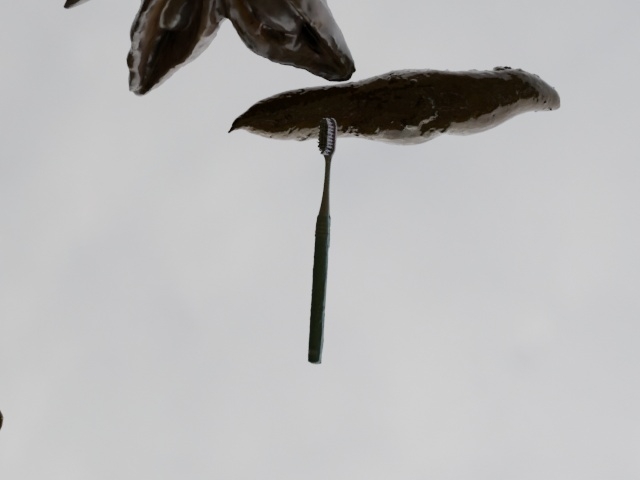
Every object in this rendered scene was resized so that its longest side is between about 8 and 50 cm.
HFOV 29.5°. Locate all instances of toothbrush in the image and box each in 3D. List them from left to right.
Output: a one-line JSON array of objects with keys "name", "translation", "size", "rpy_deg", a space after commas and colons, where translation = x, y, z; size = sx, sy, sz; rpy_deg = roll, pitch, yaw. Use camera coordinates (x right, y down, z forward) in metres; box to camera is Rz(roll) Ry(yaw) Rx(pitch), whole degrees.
[{"name": "toothbrush", "translation": [0.000, 0.000, 0.817], "size": [0.011, 0.014, 0.167], "rpy_deg": [3, -92, 25]}]

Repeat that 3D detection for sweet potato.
[{"name": "sweet potato", "translation": [0.060, -0.104, 0.960], "size": [0.274, 0.067, 0.067], "rpy_deg": [-7, -108, -9]}]

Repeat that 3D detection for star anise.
[{"name": "star anise", "translation": [-0.075, -0.248, 0.867], "size": [0.292, 0.349, 0.109], "rpy_deg": [-25, -145, 12]}]

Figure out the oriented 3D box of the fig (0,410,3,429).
[{"name": "fig", "translation": [-0.261, 0.149, 0.873], "size": [0.083, 0.050, 0.050], "rpy_deg": [-36, -118, -3]}]
